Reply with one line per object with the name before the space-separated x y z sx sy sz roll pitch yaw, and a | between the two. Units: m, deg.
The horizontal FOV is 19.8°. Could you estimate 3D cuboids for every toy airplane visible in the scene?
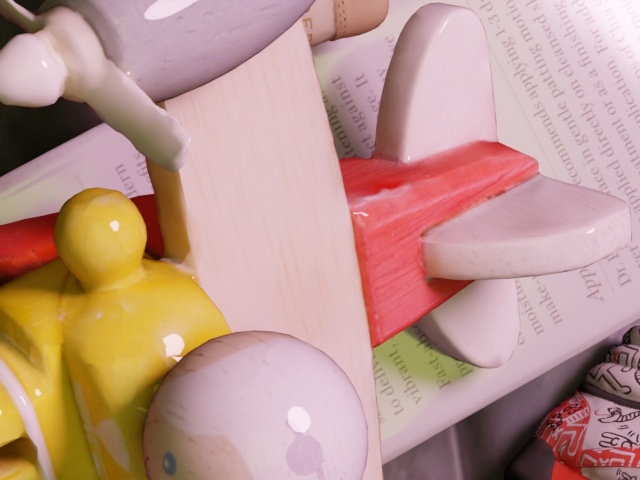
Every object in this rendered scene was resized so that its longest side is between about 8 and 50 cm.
toy airplane | -0.032 0.044 0.787 0.386 0.272 0.384 31 96 -27

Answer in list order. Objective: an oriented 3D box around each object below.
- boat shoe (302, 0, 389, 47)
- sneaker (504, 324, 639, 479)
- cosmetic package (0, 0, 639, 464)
boat shoe | -0.053 -0.233 0.969 0.110 0.121 0.341 -12 62 -9
sneaker | 0.234 0.132 1.021 0.145 0.270 0.090 -49 127 -13
cosmetic package | 0.000 0.000 1.014 0.453 0.161 0.230 -28 96 -9
